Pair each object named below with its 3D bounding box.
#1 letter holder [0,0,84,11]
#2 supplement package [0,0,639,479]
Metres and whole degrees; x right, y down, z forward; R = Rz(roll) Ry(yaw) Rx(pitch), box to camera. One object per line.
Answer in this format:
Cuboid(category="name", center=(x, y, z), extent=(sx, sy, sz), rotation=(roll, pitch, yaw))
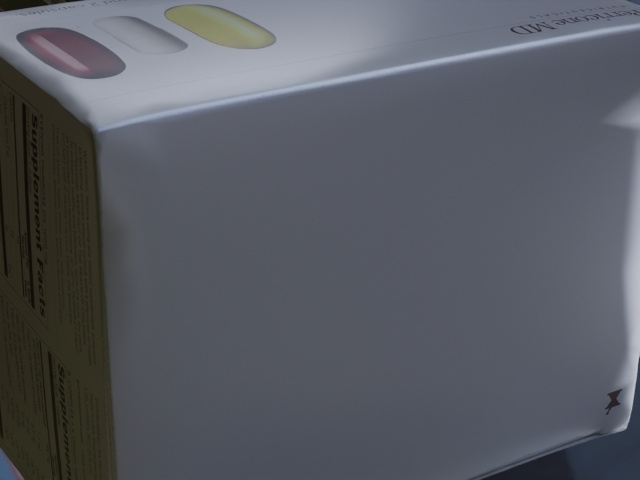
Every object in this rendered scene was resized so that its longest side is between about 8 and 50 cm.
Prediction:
Cuboid(category="letter holder", center=(-0.208, -0.313, 1.261), extent=(0.152, 0.214, 0.302), rotation=(38, -11, -5))
Cuboid(category="supplement package", center=(0.000, 0.000, 0.591), extent=(0.145, 0.262, 0.204), rotation=(36, -48, 49))
